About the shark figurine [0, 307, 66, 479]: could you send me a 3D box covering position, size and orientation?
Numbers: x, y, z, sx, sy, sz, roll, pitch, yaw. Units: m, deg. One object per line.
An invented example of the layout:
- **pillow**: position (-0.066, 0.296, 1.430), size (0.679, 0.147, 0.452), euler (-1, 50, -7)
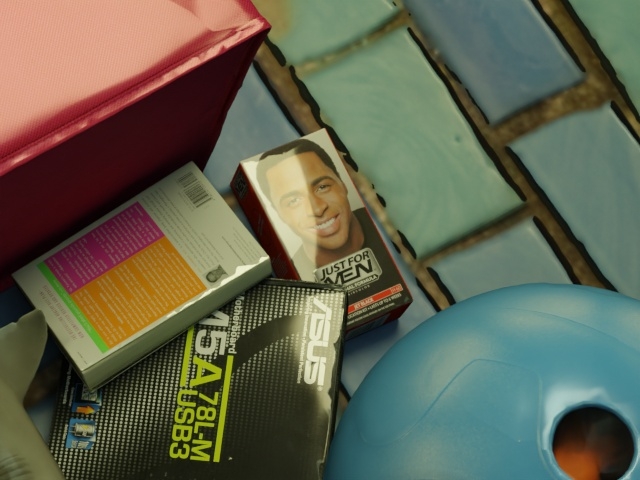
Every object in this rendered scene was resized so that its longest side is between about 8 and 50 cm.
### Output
- **shark figurine**: position (-0.219, 0.071, 1.149), size (0.116, 0.278, 0.166), euler (-41, 40, -11)

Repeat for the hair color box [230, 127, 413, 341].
- **hair color box**: position (0.000, 0.000, 1.339), size (0.072, 0.043, 0.141), euler (-24, 77, -19)

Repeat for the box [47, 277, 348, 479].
- **box**: position (-0.081, 0.114, 1.253), size (0.184, 0.045, 0.190), euler (5, 68, 7)

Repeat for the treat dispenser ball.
- **treat dispenser ball**: position (0.144, 0.169, 1.177), size (0.288, 0.288, 0.288), euler (5, 69, -12)

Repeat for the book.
- **book**: position (-0.118, 0.020, 1.255), size (0.144, 0.035, 0.096), euler (-32, 64, -13)

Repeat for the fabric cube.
- **fabric cube**: position (-0.225, -0.130, 1.215), size (0.254, 0.259, 0.258), euler (-30, 80, -23)
